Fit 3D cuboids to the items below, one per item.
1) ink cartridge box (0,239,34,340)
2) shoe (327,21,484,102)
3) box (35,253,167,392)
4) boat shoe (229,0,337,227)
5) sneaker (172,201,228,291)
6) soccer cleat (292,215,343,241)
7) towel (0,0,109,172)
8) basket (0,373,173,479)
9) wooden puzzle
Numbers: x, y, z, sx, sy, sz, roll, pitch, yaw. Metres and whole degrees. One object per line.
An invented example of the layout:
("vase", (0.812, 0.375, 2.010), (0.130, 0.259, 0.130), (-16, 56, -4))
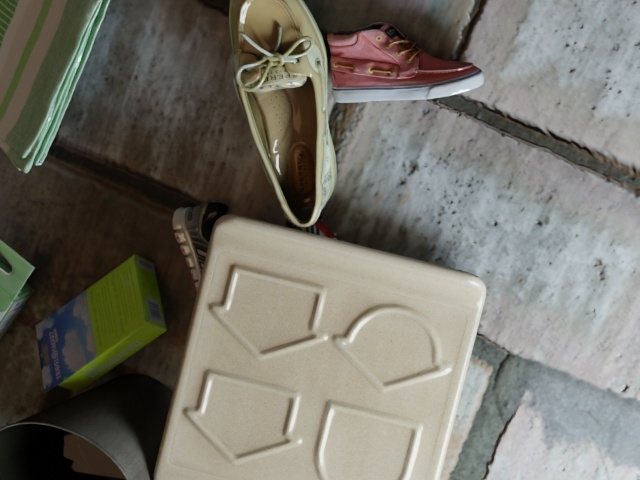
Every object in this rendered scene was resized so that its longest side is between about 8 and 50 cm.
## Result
("ink cartridge box", (-0.443, 0.072, 1.906), (0.109, 0.062, 0.209), (39, 112, 6))
("shoe", (0.091, -0.201, 1.648), (0.178, 0.063, 0.081), (-2, 108, 24))
("box", (-0.273, 0.108, 1.836), (0.178, 0.042, 0.109), (-34, 50, 24))
("boat shoe", (-0.036, -0.155, 1.661), (0.105, 0.089, 0.285), (-13, 113, 8))
("sneaker", (-0.113, 0.027, 1.778), (0.075, 0.063, 0.170), (-25, 90, 29))
("soccer cleat", (0.000, 0.000, 1.753), (0.035, 0.029, 0.083), (-41, 85, 32))
("towel", (-0.406, -0.264, 1.771), (0.325, 0.038, 0.248), (38, 115, 25))
("basket", (-0.265, 0.257, 1.802), (0.204, 0.227, 0.154), (19, 109, 15))
("wooden puzzle", (-0.002, 0.166, 1.727), (0.322, 0.080, 0.348), (14, 99, 3))
